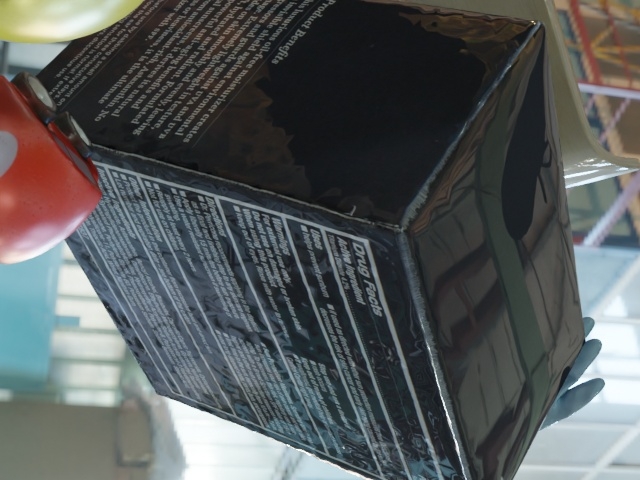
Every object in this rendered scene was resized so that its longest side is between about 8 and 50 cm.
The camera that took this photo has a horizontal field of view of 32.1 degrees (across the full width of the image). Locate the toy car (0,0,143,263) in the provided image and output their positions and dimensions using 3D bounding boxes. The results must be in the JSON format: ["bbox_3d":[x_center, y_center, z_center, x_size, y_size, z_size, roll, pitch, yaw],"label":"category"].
[{"bbox_3d":[-0.147,-0.030,0.343,0.053,0.225,0.239,54,-34,16],"label":"toy car"}]

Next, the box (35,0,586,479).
[{"bbox_3d":[0.000,0.000,0.738,0.183,0.294,0.296,-53,143,-29],"label":"box"}]

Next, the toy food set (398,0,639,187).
[{"bbox_3d":[0.146,-0.184,0.952,0.219,0.092,0.306,-13,-84,57],"label":"toy food set"}]

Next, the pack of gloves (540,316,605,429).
[{"bbox_3d":[0.102,0.094,0.891,0.232,0.046,0.195,-50,-116,32],"label":"pack of gloves"}]
